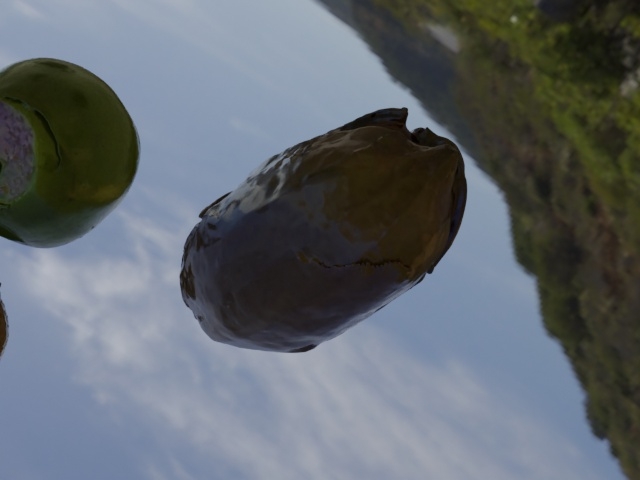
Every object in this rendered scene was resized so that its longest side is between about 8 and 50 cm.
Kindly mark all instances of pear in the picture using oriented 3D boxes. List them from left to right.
[{"bbox_3d":[-0.265,-0.084,1.295,0.187,0.187,0.219,38,-172,12],"label":"pear"}]

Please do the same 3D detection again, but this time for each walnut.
[{"bbox_3d":[0.000,0.000,0.867,0.137,0.245,0.137,31,-133,-40],"label":"walnut"}]

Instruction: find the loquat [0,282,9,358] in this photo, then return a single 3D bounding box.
[{"bbox_3d":[-0.501,0.110,1.488,0.276,0.284,0.276,49,173,8],"label":"loquat"}]
